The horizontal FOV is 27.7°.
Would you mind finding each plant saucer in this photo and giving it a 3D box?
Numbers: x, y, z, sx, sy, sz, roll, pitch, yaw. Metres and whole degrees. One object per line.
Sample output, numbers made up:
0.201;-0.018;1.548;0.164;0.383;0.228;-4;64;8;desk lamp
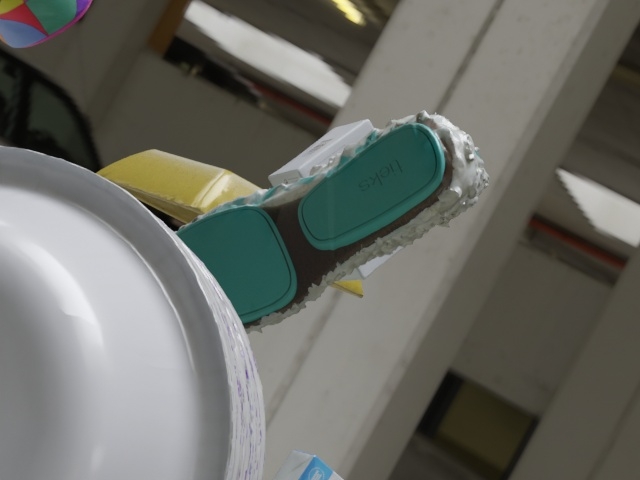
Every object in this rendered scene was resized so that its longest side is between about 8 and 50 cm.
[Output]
-0.126;-0.040;1.948;0.333;0.081;0.333;28;-7;-36;plant saucer

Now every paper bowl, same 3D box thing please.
-0.176;0.091;0.625;0.284;0.284;0.148;29;-8;15;paper bowl

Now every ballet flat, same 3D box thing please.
0.000;0.000;1.350;0.147;0.409;0.147;41;36;-39;ballet flat

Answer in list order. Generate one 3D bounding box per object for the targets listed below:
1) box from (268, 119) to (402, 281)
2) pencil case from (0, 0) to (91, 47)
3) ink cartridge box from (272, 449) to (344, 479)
0.038;-0.050;1.702;0.170;0.130;0.091;59;-26;-12;box
-0.273;-0.259;0.995;0.236;0.104;0.104;53;-14;-30;pencil case
0.011;0.365;1.665;0.180;0.104;0.060;44;-22;-22;ink cartridge box
